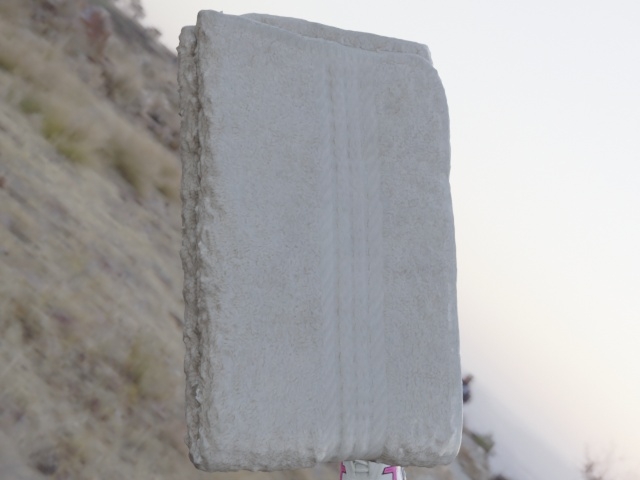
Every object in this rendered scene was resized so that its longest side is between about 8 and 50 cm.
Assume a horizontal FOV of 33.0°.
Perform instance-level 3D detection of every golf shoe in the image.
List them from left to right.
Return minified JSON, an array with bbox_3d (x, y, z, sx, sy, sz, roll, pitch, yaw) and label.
[{"bbox_3d":[0.044,0.202,1.060,0.067,0.186,0.086,-10,-35,31],"label":"golf shoe"}]

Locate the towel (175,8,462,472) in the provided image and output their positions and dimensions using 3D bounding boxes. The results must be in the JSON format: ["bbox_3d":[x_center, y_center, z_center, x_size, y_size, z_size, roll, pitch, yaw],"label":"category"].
[{"bbox_3d":[0.000,0.000,0.671,0.187,0.282,0.049,5,-12,-30],"label":"towel"}]
